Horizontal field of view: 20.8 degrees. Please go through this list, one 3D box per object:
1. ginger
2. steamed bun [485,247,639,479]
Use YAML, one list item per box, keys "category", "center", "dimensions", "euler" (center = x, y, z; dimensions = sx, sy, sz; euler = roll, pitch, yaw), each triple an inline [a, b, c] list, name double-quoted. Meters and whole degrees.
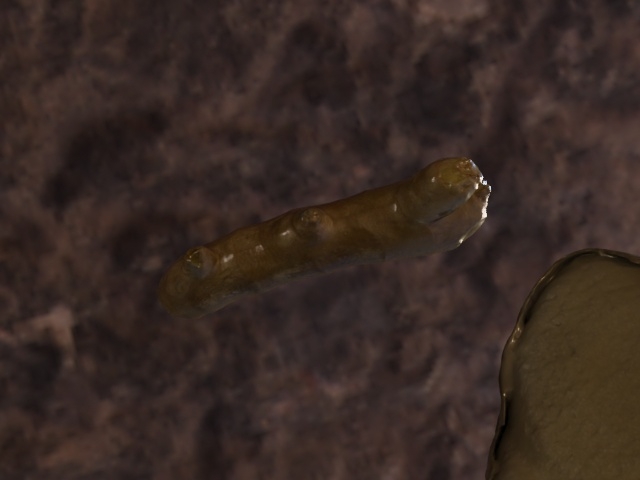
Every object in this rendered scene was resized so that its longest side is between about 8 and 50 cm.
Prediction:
- category: "ginger"
  center: [0.001, 0.003, 1.465]
  dimensions: [0.299, 0.065, 0.118]
  euler: [-19, -28, 7]
- category: "steamed bun"
  center: [0.172, 0.124, 0.919]
  dimensions: [0.212, 0.231, 0.110]
  euler: [-49, -52, -9]
